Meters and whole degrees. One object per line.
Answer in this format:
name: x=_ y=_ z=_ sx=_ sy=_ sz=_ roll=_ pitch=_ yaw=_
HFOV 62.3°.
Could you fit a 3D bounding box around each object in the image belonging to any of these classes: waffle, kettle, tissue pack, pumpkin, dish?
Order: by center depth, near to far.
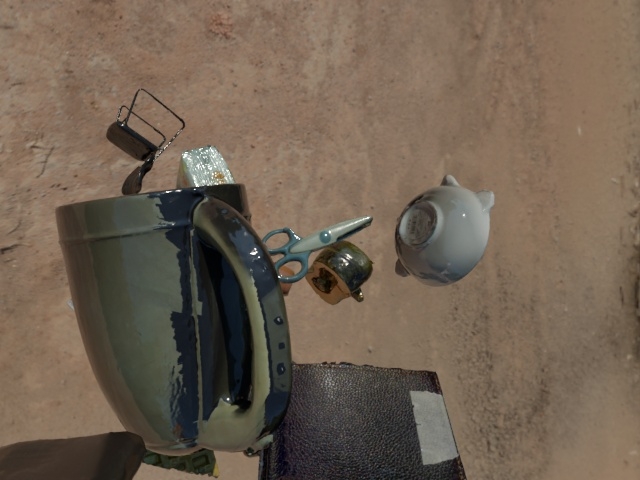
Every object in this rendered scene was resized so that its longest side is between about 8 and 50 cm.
kettle: x=-0.150 y=0.102 z=0.636 sx=0.228 sy=0.320 sz=0.324 roll=-13 pitch=97 yaw=-49
waffle: x=-0.254 y=0.337 z=0.797 sx=0.190 sy=0.032 sz=0.125 roll=-12 pitch=87 yaw=-34
dish: x=0.205 y=-0.026 z=1.022 sx=0.086 sy=0.228 sz=0.236 roll=22 pitch=104 yaw=-39
pumpkin: x=0.073 y=0.128 z=1.860 sx=0.221 sy=0.317 sz=0.139 roll=41 pitch=64 yaw=2
tissue pack: x=-0.424 y=-0.134 z=1.979 sx=0.162 sy=0.388 sz=0.287 roll=-22 pitch=77 yaw=-26

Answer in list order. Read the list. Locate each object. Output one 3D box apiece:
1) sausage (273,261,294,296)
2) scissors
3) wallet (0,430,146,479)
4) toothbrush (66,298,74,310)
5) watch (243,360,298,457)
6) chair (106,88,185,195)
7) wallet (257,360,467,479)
sausage: x=-0.245 y=0.113 z=1.928 sx=0.304 sy=0.121 sz=0.121 roll=19 pitch=76 yaw=-8
scissors: x=0.000 y=0.000 z=1.281 sx=0.289 sy=0.041 sz=0.138 roll=-23 pitch=76 yaw=-13
wallet: x=-0.247 y=0.249 z=0.390 sx=0.165 sy=0.309 sz=0.042 roll=-4 pitch=106 yaw=-1
toothbrush: x=-0.680 y=0.270 z=1.602 sx=0.257 sy=0.018 sz=0.024 roll=44 pitch=84 yaw=10
watch: x=-0.189 y=0.558 z=1.888 sx=0.326 sy=0.335 sz=0.314 roll=-24 pitch=133 yaw=-3
chair: x=-0.474 y=-0.242 z=1.344 sx=0.145 sy=0.140 sz=0.221 roll=36 pitch=62 yaw=-28
wallet: x=0.050 y=0.265 z=0.726 sx=0.262 sy=0.221 sz=0.072 roll=-1 pitch=119 yaw=-1
